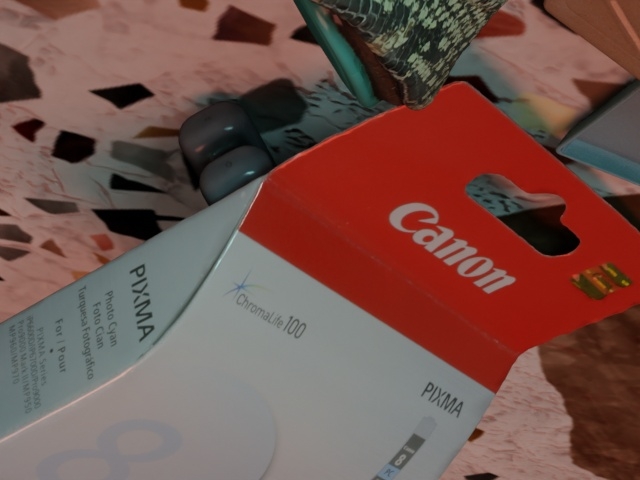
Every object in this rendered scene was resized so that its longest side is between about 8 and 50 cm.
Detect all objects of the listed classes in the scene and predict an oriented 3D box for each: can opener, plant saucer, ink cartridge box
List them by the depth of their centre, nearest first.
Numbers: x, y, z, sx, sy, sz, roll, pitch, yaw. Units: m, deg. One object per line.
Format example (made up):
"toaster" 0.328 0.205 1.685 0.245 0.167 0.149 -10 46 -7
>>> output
"plant saucer" 0.205 -0.081 0.965 0.067 0.018 0.192 20 152 -18
"ink cartridge box" 0.010 0.080 1.123 0.385 0.091 0.308 -27 144 24
"can opener" 0.000 0.000 1.160 0.095 0.076 0.283 -27 146 1

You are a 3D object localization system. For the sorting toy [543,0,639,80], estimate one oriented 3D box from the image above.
"sorting toy" 0.220 -0.106 0.835 0.193 0.038 0.208 37 154 1

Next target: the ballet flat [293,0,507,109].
"ballet flat" 0.008 -0.163 0.668 0.182 0.164 0.483 -31 163 14
